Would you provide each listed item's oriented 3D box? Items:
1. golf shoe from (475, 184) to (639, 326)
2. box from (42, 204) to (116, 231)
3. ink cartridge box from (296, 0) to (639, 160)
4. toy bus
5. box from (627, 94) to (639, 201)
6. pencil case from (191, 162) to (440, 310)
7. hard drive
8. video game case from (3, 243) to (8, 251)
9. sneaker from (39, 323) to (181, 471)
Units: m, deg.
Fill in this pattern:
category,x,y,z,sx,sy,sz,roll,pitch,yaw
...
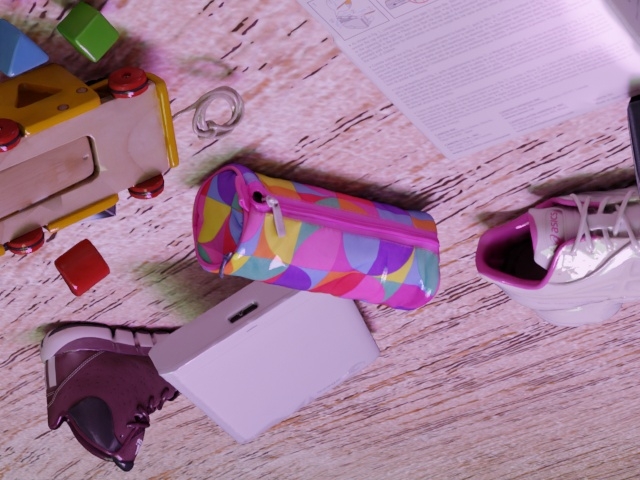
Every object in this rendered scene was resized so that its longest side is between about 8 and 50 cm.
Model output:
category,x,y,z,sx,sy,sz,roll,pitch,yaw
golf shoe,0.271,0.001,1.173,0.140,0.115,0.306,19,149,-36
box,-0.267,-0.060,1.062,0.114,0.036,0.207,-11,157,21
ink cartridge box,0.101,-0.156,0.866,0.181,0.056,0.225,-18,135,35
toy bus,-0.190,-0.074,0.938,0.104,0.191,0.202,37,-172,41
box,0.359,-0.058,0.912,0.271,0.143,0.165,-9,-173,15
pencil case,0.000,0.000,1.162,0.236,0.104,0.104,12,154,-35
hard drive,-0.049,0.122,1.428,0.203,0.040,0.307,-32,156,-2
video game case,-0.453,-0.006,1.185,0.275,0.035,0.248,17,151,-42
sneaker,-0.187,0.190,1.531,0.282,0.162,0.106,3,158,-12
